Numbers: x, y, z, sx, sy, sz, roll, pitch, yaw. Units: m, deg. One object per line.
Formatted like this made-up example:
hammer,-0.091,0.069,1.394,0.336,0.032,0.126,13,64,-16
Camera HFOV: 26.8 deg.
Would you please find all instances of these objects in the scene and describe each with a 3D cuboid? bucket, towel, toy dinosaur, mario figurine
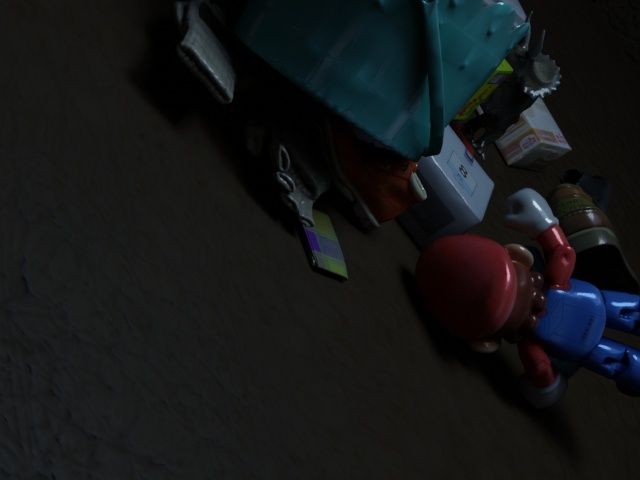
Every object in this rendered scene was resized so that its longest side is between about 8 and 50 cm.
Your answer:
bucket,0.058,-0.219,1.373,0.281,0.183,0.281,35,9,-7
towel,0.000,0.000,1.362,0.060,0.009,0.083,22,40,-50
toy dinosaur,0.248,-0.204,1.817,0.121,0.160,0.313,54,8,-1
mario figurine,0.251,0.068,1.541,0.320,0.170,0.198,20,59,-18

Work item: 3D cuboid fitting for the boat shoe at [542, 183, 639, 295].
boat shoe,0.349,0.019,1.759,0.307,0.110,0.104,66,7,-64

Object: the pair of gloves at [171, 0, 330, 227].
pair of gloves,-0.074,-0.140,1.356,0.240,0.042,0.204,50,15,-26

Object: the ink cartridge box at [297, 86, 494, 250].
ink cartridge box,0.108,-0.187,1.704,0.308,0.091,0.385,51,25,-9

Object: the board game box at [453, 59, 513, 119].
board game box,0.150,-0.250,1.683,0.043,0.092,0.181,-7,58,-53

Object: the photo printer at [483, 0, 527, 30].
photo printer,0.208,-0.476,2.232,0.256,0.107,0.308,24,38,-50

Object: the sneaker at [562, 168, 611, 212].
sneaker,0.440,-0.090,2.236,0.089,0.051,0.170,53,27,-17

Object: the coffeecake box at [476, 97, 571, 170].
coffeecake box,0.301,-0.207,2.107,0.142,0.068,0.185,3,56,-61

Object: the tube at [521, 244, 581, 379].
tube,0.281,0.094,1.690,0.052,0.080,0.207,16,38,-26

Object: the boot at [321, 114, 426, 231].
boot,0.056,-0.084,1.434,0.059,0.084,0.158,-97,160,-46
